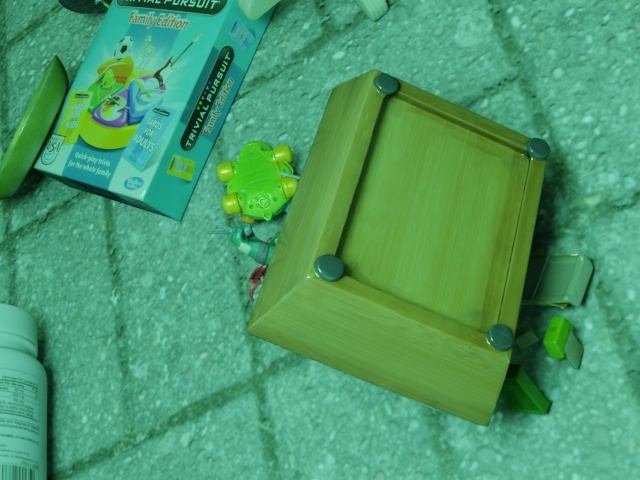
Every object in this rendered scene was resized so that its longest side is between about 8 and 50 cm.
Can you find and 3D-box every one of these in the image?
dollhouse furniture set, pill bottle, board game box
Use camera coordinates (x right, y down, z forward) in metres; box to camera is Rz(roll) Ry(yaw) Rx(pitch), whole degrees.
[{"bbox_3d":[0.212,0.084,0.929,0.076,0.058,0.152,-4,48,43],"label":"dollhouse furniture set"},{"bbox_3d":[-0.428,0.232,1.241,0.160,0.160,0.283,-25,56,25],"label":"pill bottle"},{"bbox_3d":[-0.232,-0.216,1.359,0.253,0.079,0.336,16,80,40],"label":"board game box"}]

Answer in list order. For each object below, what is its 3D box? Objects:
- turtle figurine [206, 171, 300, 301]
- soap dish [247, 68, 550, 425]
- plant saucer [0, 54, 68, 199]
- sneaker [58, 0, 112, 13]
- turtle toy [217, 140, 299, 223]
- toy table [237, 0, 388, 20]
[{"bbox_3d":[0.000,0.000,1.069,0.234,0.118,0.175,5,32,40],"label":"turtle figurine"},{"bbox_3d":[0.087,-0.006,0.894,0.118,0.229,0.291,124,167,-55],"label":"soap dish"},{"bbox_3d":[-0.427,-0.158,1.448,0.241,0.037,0.241,-50,24,32],"label":"plant saucer"},{"bbox_3d":[-0.313,-0.485,1.542,0.300,0.111,0.121,-52,39,-2],"label":"sneaker"},{"bbox_3d":[-0.072,-0.073,1.182,0.095,0.066,0.130,-16,55,3],"label":"turtle toy"},{"bbox_3d":[-0.010,-0.393,1.190,0.274,0.161,0.252,-28,66,3],"label":"toy table"}]
